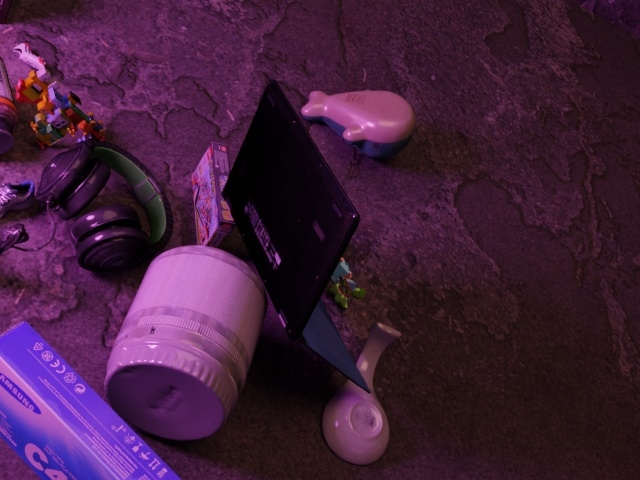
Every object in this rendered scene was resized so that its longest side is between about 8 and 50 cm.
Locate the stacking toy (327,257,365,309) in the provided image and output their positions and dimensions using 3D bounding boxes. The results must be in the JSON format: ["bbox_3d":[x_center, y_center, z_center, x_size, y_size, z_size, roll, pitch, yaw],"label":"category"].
[{"bbox_3d":[0.020,0.027,1.792,0.052,0.167,0.221,-28,86,-12],"label":"stacking toy"}]

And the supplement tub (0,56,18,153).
[{"bbox_3d":[-0.619,-0.253,1.668,0.106,0.106,0.198,0,55,-35],"label":"supplement tub"}]

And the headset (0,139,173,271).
[{"bbox_3d":[-0.427,-0.040,1.604,0.243,0.185,0.394,56,26,1],"label":"headset"}]

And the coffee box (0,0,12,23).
[{"bbox_3d":[-0.760,-0.537,1.775,0.297,0.168,0.119,-4,56,-37],"label":"coffee box"}]

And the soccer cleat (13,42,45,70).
[{"bbox_3d":[-0.594,-0.371,1.850,0.036,0.029,0.083,-30,70,-38],"label":"soccer cleat"}]

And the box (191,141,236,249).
[{"bbox_3d":[-0.213,-0.082,1.793,0.036,0.114,0.207,11,47,-27],"label":"box"}]

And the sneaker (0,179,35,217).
[{"bbox_3d":[-0.558,-0.075,1.585,0.052,0.058,0.135,47,43,10],"label":"sneaker"}]

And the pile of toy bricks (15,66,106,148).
[{"bbox_3d":[-0.497,-0.216,1.720,0.212,0.105,0.118,48,14,-54],"label":"pile of toy bricks"}]

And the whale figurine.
[{"bbox_3d":[0.091,-0.284,2.202,0.272,0.141,0.216,12,42,7],"label":"whale figurine"}]

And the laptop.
[{"bbox_3d":[0.000,0.000,1.599,0.236,0.408,0.382,3,39,-32],"label":"laptop"}]

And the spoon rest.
[{"bbox_3d":[0.085,0.293,1.709,0.137,0.084,0.276,27,56,-11],"label":"spoon rest"}]

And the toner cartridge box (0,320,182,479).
[{"bbox_3d":[-0.358,0.295,1.315,0.348,0.165,0.075,43,41,7],"label":"toner cartridge box"}]

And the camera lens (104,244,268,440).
[{"bbox_3d":[-0.215,0.161,1.493,0.219,0.219,0.274,27,42,-12],"label":"camera lens"}]
